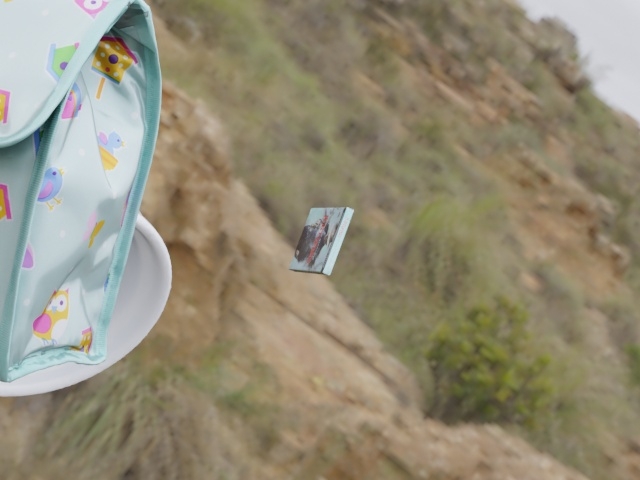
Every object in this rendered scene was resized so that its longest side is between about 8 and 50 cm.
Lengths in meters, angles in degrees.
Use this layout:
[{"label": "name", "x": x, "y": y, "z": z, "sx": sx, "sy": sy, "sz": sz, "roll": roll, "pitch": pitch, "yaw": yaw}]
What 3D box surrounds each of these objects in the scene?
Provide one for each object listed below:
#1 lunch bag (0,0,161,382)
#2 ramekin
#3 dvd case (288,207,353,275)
[{"label": "lunch bag", "x": -0.235, "y": -0.062, "z": 0.953, "sx": 0.223, "sy": 0.262, "sz": 0.160, "roll": 17, "pitch": 12, "yaw": 23}, {"label": "ramekin", "x": -0.308, "y": 0.023, "z": 1.524, "sx": 0.277, "sy": 0.277, "sz": 0.135, "roll": 31, "pitch": 22, "yaw": -44}, {"label": "dvd case", "x": 0.000, "y": 0.000, "z": 1.788, "sx": 0.013, "sy": 0.087, "sz": 0.119, "roll": 23, "pitch": -7, "yaw": -22}]
